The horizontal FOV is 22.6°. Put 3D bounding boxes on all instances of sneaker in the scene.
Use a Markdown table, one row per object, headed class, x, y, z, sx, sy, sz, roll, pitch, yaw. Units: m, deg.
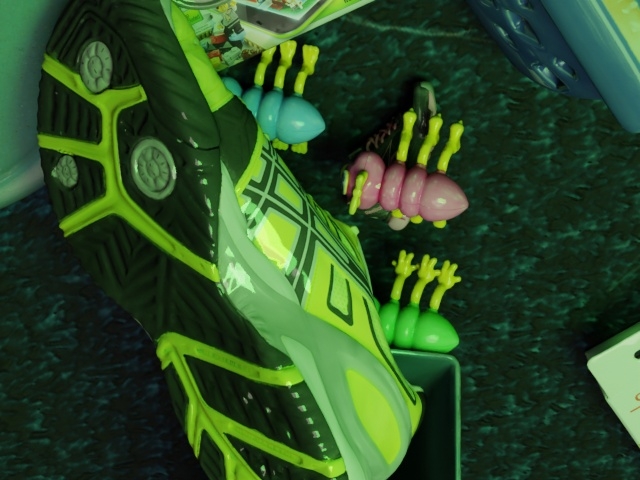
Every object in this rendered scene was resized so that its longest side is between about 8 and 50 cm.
| class | x | y | z | sx | sy | sz | roll | pitch | yaw |
| --- | --- | --- | --- | --- | --- | --- | --- | --- | --- |
| sneaker | -0.060 | 0.000 | 1.059 | 0.145 | 0.147 | 0.385 | -20 | 94 | 41 |
| sneaker | 0.050 | -0.064 | 1.169 | 0.057 | 0.047 | 0.119 | 15 | 117 | -4 |

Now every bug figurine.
| class | x | y | z | sx | sy | sz | roll | pitch | yaw |
| --- | --- | --- | --- | --- | --- | --- | --- | --- | --- |
| bug figurine | 0.000 | 0.000 | 1.157 | 0.216 | 0.072 | 0.279 | 9 | 121 | 11 |

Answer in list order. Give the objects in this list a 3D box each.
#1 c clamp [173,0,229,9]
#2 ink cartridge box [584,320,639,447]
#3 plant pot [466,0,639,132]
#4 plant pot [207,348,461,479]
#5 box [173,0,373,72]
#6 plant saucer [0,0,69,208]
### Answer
| class | x | y | z | sx | sy | sz | roll | pitch | yaw |
| --- | --- | --- | --- | --- | --- | --- | --- | --- | --- |
| c clamp | -0.068 | -0.216 | 1.023 | 0.160 | 0.022 | 0.137 | -20 | 122 | 4 |
| ink cartridge box | 0.297 | 0.118 | 1.303 | 0.115 | 0.067 | 0.198 | -31 | 122 | 10 |
| plant pot | 0.196 | -0.219 | 0.975 | 0.236 | 0.212 | 0.236 | -37 | 120 | 2 |
| plant pot | -0.009 | 0.190 | 1.206 | 0.165 | 0.165 | 0.234 | 6 | 158 | -12 |
| box | -0.021 | -0.198 | 1.076 | 0.207 | 0.036 | 0.114 | -24 | 121 | 6 |
| plant saucer | -0.283 | -0.138 | 1.070 | 0.317 | 0.044 | 0.318 | -4 | 122 | -7 |
